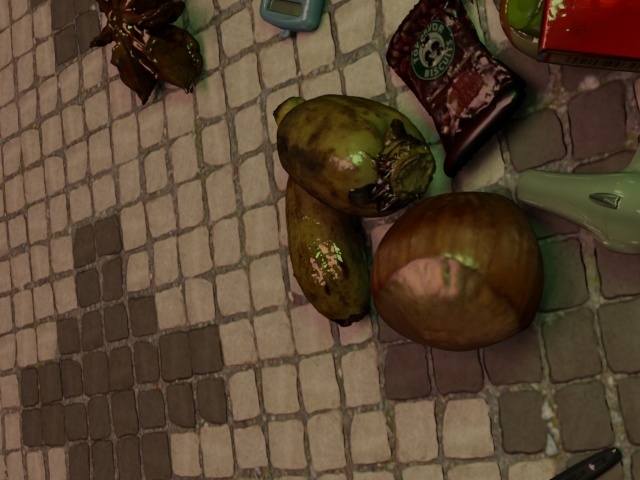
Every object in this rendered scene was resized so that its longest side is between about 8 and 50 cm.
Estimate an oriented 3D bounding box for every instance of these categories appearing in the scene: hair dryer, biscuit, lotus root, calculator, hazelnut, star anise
[{"bbox_3d":[0.326,-0.110,1.039,0.229,0.092,0.267,-6,70,49],"label":"hair dryer"},{"bbox_3d":[0.169,-0.212,1.181,0.151,0.063,0.235,-45,57,32],"label":"biscuit"},{"bbox_3d":[0.000,0.000,1.313,0.110,0.097,0.259,-36,61,39],"label":"lotus root"},{"bbox_3d":[0.038,-0.117,1.231,0.314,0.169,0.142,35,125,47],"label":"lotus root"},{"bbox_3d":[-0.031,-0.409,1.398,0.121,0.039,0.210,25,106,43],"label":"calculator"},{"bbox_3d":[0.162,0.034,1.110,0.214,0.176,0.214,-10,54,14],"label":"hazelnut"},{"bbox_3d":[-0.263,-0.380,1.555,0.237,0.148,0.346,37,111,15],"label":"star anise"}]

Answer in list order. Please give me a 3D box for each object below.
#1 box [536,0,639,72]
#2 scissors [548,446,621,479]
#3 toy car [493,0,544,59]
[{"bbox_3d":[0.374,-0.253,0.867,0.313,0.089,0.198,8,93,8],"label":"box"},{"bbox_3d":[0.268,0.301,1.096,0.220,0.017,0.088,-44,59,32],"label":"scissors"},{"bbox_3d":[0.269,-0.325,1.063,0.235,0.145,0.235,-31,53,55],"label":"toy car"}]
